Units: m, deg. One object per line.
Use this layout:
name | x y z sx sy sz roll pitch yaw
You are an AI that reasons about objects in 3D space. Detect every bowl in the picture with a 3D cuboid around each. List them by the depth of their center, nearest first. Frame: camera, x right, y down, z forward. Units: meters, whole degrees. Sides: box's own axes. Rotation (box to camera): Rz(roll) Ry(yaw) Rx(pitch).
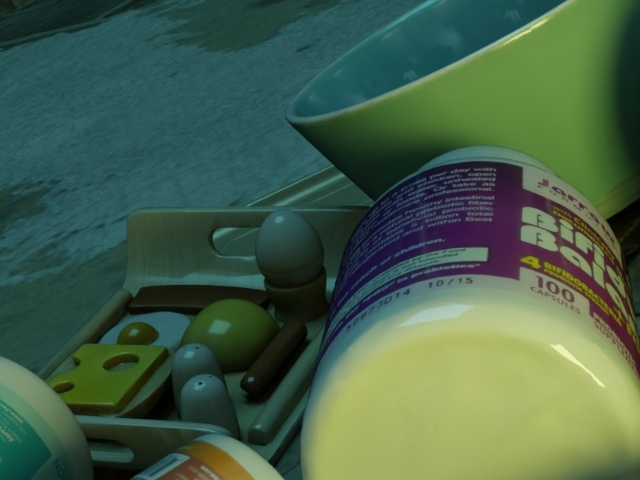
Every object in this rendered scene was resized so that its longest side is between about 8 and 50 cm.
bowl | 0.148 -0.098 1.244 0.311 0.163 0.311 -28 13 7

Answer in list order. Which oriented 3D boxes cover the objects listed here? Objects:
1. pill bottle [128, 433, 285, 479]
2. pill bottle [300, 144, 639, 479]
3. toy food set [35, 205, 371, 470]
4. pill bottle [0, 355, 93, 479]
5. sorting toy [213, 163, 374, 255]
pill bottle | -0.106 0.194 0.817 0.216 0.121 0.121 -31 20 -26
pill bottle | 0.087 0.053 0.929 0.169 0.169 0.301 -17 19 13
toy food set | -0.101 0.056 1.187 0.219 0.092 0.306 0 26 23
pill bottle | -0.249 0.182 0.972 0.146 0.146 0.264 -11 21 29
sorting toy | 0.000 0.000 1.406 0.193 0.038 0.208 -26 23 -13
